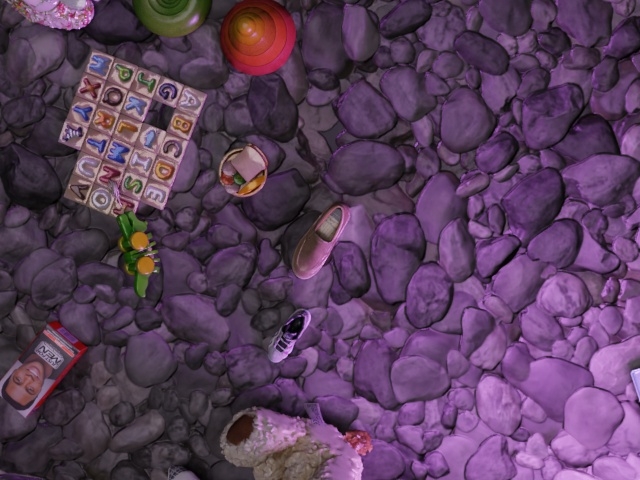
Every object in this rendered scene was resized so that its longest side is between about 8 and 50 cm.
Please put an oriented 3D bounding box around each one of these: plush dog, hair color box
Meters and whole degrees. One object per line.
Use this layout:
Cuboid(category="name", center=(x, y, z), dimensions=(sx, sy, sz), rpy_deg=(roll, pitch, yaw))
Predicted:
Cuboid(category="plush dog", center=(-0.031, 0.394, 1.572), dimensions=(0.262, 0.210, 0.225), rpy_deg=(36, 111, 30))
Cuboid(category="hair color box", center=(-0.445, 0.204, 1.646), dimensions=(0.072, 0.043, 0.141), rpy_deg=(39, 96, 1))

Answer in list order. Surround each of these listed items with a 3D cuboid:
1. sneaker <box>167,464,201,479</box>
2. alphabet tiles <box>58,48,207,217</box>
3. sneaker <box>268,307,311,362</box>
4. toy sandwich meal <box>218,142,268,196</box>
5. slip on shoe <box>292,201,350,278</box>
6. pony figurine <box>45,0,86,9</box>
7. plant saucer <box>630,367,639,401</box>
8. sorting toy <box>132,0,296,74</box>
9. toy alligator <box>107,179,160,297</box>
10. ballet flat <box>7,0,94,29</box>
Cuboid(category="sneaker", center=(-0.237, 0.467, 1.627), dimensions=(0.094, 0.090, 0.235), rpy_deg=(35, 107, 35))
Cuboid(category="alphabet tiles", center=(-0.311, -0.157, 1.635), dimensions=(0.198, 0.009, 0.237), rpy_deg=(22, 94, 4))
Cuboid(category="sneaker", center=(-0.053, 0.148, 1.595), dimensions=(0.038, 0.069, 0.098), rpy_deg=(32, 95, 3))
Cuboid(category="toy sandwich meal", center=(-0.120, -0.108, 1.609), dimensions=(0.085, 0.029, 0.086), rpy_deg=(0, 93, 5))
Cuboid(category="slip on shoe", center=(0.000, 0.000, 1.597), dimensions=(0.051, 0.041, 0.135), rpy_deg=(37, 95, 3))
Cuboid(category="pony figurine", center=(-0.367, -0.513, 1.423), dimensions=(0.351, 0.363, 0.303), rpy_deg=(30, 106, 11))
Cuboid(category="plant saucer", center=(0.531, 0.278, 1.574), dimensions=(0.067, 0.018, 0.192), rpy_deg=(-18, 90, 6))
Cuboid(category="sorting toy", center=(-0.214, -0.367, 1.559), dimensions=(0.365, 0.126, 0.127), rpy_deg=(25, 95, 3))
Cuboid(category="toy alligator", center=(-0.285, -0.007, 1.620), dimensions=(0.051, 0.056, 0.190), rpy_deg=(-15, 93, -34))
Cuboid(category="ballet flat", center=(-0.468, -0.399, 1.604), dimensions=(0.240, 0.077, 0.091), rpy_deg=(27, 94, 3))
